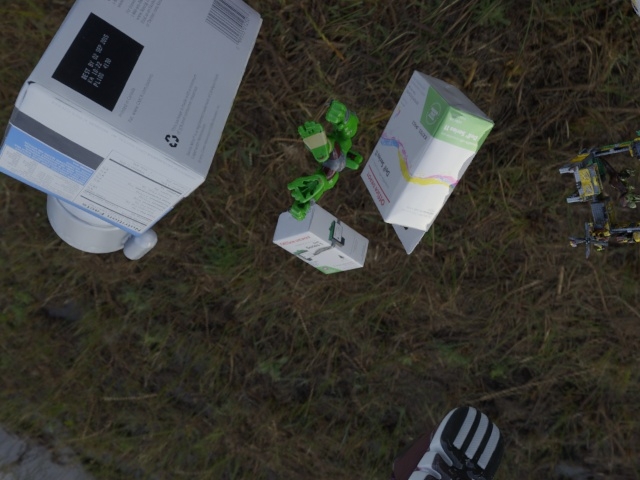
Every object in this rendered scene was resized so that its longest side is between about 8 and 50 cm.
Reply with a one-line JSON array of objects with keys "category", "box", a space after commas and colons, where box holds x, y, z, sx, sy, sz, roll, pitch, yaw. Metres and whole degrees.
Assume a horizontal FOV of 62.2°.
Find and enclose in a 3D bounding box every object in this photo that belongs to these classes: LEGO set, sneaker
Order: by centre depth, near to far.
[{"category": "sneaker", "box": [0.107, 0.335, 0.636, 0.106, 0.281, 0.162, 43, 150, 8]}, {"category": "LEGO set", "box": [0.771, -0.111, 1.380, 0.254, 0.192, 0.332, 6, 118, 46]}]

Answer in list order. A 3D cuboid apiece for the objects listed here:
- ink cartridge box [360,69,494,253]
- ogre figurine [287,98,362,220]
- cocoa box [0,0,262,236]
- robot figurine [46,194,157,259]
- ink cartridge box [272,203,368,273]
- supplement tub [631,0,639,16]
[{"category": "ink cartridge box", "box": [0.207, -0.167, 1.193, 0.119, 0.207, 0.354, 12, 123, -23]}, {"category": "ogre figurine", "box": [0.010, -0.132, 0.851, 0.096, 0.118, 0.197, 11, 114, 22]}, {"category": "cocoa box", "box": [-0.271, -0.227, 0.781, 0.231, 0.347, 0.228, 29, 143, -28]}, {"category": "robot figurine", "box": [-0.428, -0.096, 1.050, 0.300, 0.199, 0.353, 52, 147, -2]}, {"category": "ink cartridge box", "box": [0.000, 0.000, 1.486, 0.219, 0.093, 0.160, 32, 149, -33]}, {"category": "supplement tub", "box": [0.787, -0.657, 1.150, 0.240, 0.241, 0.331, -18, 151, 32]}]
